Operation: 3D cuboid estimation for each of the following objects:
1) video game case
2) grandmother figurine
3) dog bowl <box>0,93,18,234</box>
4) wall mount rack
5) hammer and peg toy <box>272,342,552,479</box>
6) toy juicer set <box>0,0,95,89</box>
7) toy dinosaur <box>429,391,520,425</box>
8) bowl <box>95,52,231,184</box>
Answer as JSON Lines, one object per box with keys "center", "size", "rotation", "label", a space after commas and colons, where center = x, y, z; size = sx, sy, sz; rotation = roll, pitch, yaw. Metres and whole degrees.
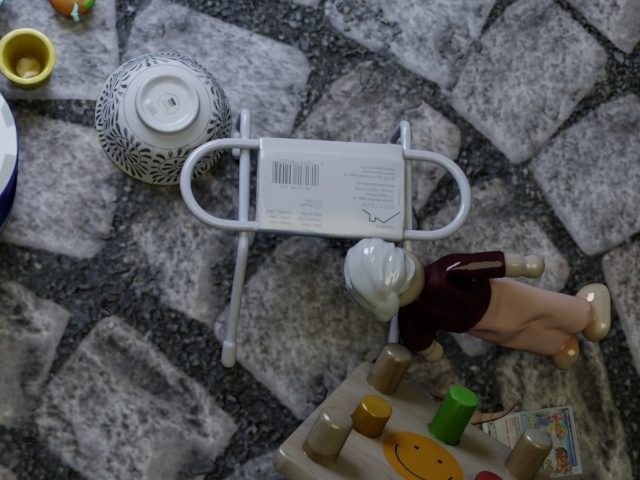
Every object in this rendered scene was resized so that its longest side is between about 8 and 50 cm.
{"center": [0.264, 0.258, 1.538], "size": [0.122, 0.011, 0.087], "rotation": [-6, 82, -11], "label": "video game case"}
{"center": [0.172, 0.073, 1.444], "size": [0.342, 0.104, 0.208], "rotation": [17, 122, -30], "label": "grandmother figurine"}
{"center": [-0.472, -0.087, 1.366], "size": [0.265, 0.104, 0.264], "rotation": [8, 61, -14], "label": "dog bowl"}
{"center": [0.000, 0.000, 1.477], "size": [0.350, 0.130, 0.304], "rotation": [3, 77, -10], "label": "wall mount rack"}
{"center": [0.149, 0.272, 1.284], "size": [0.361, 0.266, 0.127], "rotation": [32, 116, 13], "label": "hammer and peg toy"}
{"center": [-0.420, -0.345, 1.466], "size": [0.329, 0.089, 0.209], "rotation": [34, 77, -3], "label": "toy juicer set"}
{"center": [0.151, 0.218, 1.462], "size": [0.212, 0.112, 0.064], "rotation": [-10, 89, 20], "label": "toy dinosaur"}
{"center": [-0.188, -0.158, 1.484], "size": [0.170, 0.080, 0.170], "rotation": [2, 80, -10], "label": "bowl"}
